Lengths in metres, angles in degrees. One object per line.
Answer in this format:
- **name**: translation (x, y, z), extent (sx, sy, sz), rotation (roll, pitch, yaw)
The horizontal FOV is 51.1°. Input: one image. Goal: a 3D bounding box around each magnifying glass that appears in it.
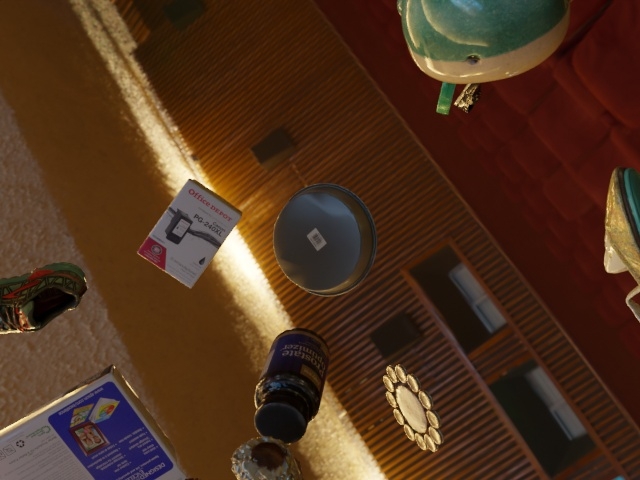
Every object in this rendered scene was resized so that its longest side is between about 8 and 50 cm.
- **magnifying glass**: translation (0.213, -0.298, 1.017), extent (0.026, 0.231, 0.092), rotation (13, 163, 8)

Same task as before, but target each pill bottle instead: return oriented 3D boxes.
- **pill bottle**: translation (-0.054, 0.269, 1.246), extent (0.123, 0.123, 0.219), rotation (41, -156, -11)

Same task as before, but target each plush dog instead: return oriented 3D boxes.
- **plush dog**: translation (-0.119, 0.475, 1.085), extent (0.210, 0.225, 0.262), rotation (81, 169, -69)

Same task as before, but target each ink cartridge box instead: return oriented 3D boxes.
- **ink cartridge box**: translation (-0.463, 0.450, 1.343), extent (0.307, 0.303, 0.072), rotation (61, 176, -19)
- **ink cartridge box**: translation (-0.216, -0.015, 1.117), extent (0.109, 0.150, 0.063), rotation (35, -179, -9)

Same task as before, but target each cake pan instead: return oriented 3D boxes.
- **cake pan**: translation (0.000, 0.000, 1.702), extent (0.293, 0.293, 0.054), rotation (54, -156, 13)

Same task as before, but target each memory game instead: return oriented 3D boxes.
- **memory game**: translation (0.181, 0.327, 1.312), extent (0.012, 0.186, 0.186), rotation (-21, -114, -23)

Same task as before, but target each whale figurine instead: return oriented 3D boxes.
- **whale figurine**: translation (0.184, -0.298, 0.743), extent (0.141, 0.216, 0.272), rotation (61, -142, -44)

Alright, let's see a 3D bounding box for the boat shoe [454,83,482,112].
- **boat shoe**: translation (0.314, -0.306, 1.376), extent (0.042, 0.049, 0.133), rotation (36, 165, 6)

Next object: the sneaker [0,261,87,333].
- **sneaker**: translation (-0.587, 0.127, 1.300), extent (0.125, 0.262, 0.104), rotation (47, 158, 56)

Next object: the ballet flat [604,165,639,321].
- **ballet flat**: translation (0.518, 0.052, 1.049), extent (0.348, 0.123, 0.123), rotation (56, -153, -3)
